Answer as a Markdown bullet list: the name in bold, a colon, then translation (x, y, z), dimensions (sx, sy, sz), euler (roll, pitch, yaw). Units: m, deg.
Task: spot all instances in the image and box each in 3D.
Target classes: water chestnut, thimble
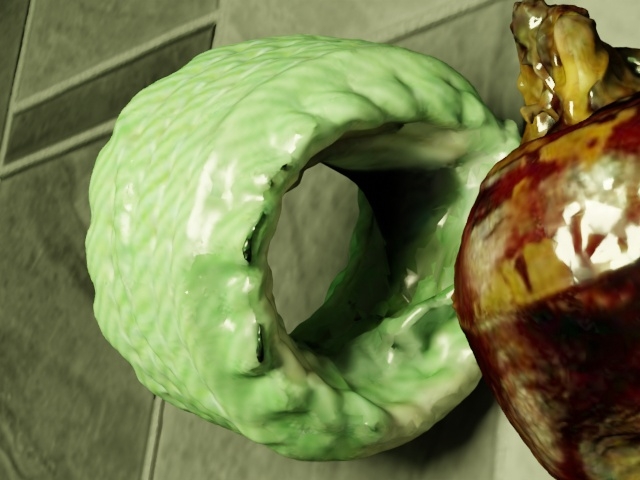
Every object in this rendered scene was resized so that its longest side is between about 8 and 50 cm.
- **water chestnut**: translation (0.152, -0.001, 0.789), dimensions (0.223, 0.223, 0.238), euler (-28, 83, 41)
- **thimble**: translation (0.000, 0.000, 1.007), dimensions (0.150, 0.219, 0.219), euler (13, 81, 52)
